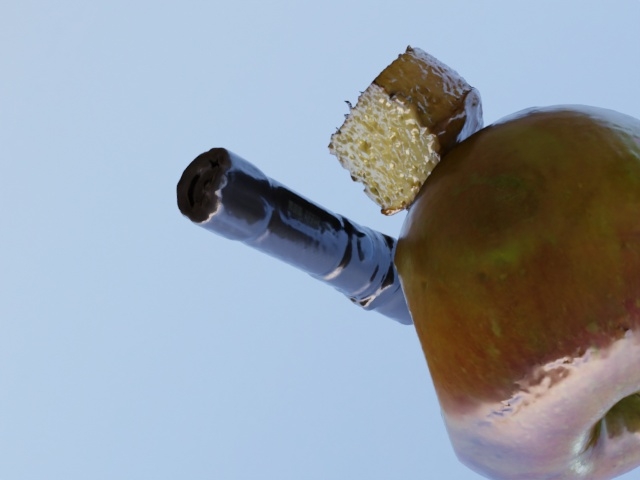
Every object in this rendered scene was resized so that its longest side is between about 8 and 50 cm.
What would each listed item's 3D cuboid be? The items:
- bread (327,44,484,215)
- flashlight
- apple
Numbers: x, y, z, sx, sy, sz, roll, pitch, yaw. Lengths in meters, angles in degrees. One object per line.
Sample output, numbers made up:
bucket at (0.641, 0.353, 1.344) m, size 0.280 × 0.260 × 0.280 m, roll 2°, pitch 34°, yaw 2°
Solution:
bread at (0.104, -0.135, 1.249) m, size 0.139 × 0.143 × 0.229 m, roll -49°, pitch -179°, yaw -21°
flashlight at (0.000, 0.000, 1.284) m, size 0.103 × 0.424 × 0.103 m, roll -16°, pitch -118°, yaw 33°
apple at (0.236, 0.055, 1.113) m, size 0.384 × 0.374 × 0.374 m, roll 113°, pitch -15°, yaw -45°
